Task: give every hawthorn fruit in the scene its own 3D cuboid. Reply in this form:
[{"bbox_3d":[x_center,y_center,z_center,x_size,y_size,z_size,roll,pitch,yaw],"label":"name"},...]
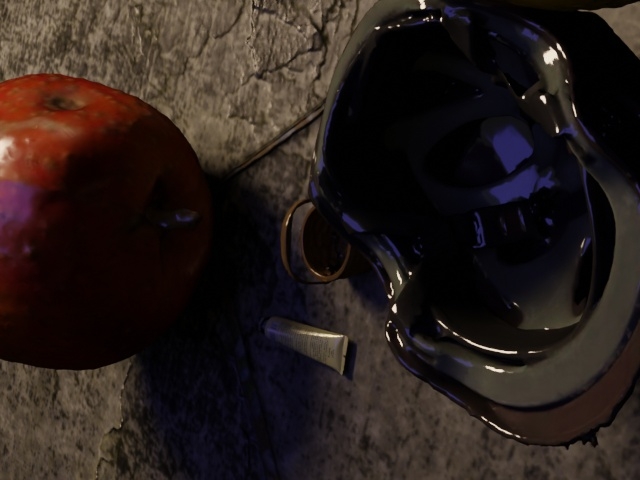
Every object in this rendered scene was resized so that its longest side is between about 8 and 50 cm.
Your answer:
[{"bbox_3d":[-0.225,-0.017,1.103,0.300,0.275,0.275,2,92,35],"label":"hawthorn fruit"}]

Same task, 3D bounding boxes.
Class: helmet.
[{"bbox_3d":[0.140,-0.027,0.762,0.305,0.177,0.225,58,135,20],"label":"helmet"}]

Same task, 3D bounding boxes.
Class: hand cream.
[{"bbox_3d":[-0.014,0.087,1.046,0.102,0.022,0.035,16,102,41],"label":"hand cream"}]

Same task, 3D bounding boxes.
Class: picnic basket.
[{"bbox_3d":[0.000,0.000,0.980,0.072,0.083,0.072,2,93,47],"label":"picnic basket"}]

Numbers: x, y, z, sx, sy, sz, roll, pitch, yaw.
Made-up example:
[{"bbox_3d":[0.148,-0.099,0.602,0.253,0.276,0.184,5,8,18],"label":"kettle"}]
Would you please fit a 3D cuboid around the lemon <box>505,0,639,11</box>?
[{"bbox_3d":[0.150,-0.257,0.642,0.268,0.322,0.268,19,128,26],"label":"lemon"}]
